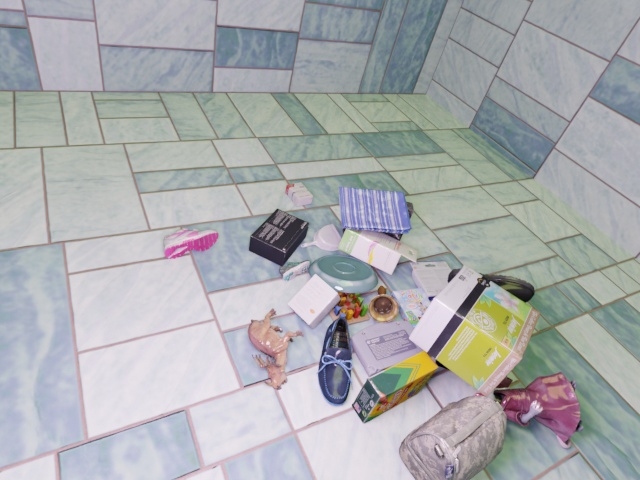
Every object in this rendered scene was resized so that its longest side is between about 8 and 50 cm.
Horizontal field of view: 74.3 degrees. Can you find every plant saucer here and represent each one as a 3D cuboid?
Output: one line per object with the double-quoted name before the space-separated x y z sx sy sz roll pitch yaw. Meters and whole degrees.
"plant saucer" 0.105 0.137 1.901 0.318 0.043 0.317 7 23 -3

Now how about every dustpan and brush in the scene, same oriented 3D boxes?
"dustpan and brush" 0.000 0.000 2.093 0.211 0.060 0.147 -9 59 -35

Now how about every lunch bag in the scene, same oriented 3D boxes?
"lunch bag" 0.432 0.644 1.355 0.305 0.256 0.212 -17 51 -32

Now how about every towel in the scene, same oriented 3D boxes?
"towel" 0.258 -0.150 2.009 0.336 0.040 0.243 4 58 -11

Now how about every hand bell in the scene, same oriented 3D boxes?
"hand bell" 0.270 0.248 1.848 0.126 0.126 0.242 17 17 0

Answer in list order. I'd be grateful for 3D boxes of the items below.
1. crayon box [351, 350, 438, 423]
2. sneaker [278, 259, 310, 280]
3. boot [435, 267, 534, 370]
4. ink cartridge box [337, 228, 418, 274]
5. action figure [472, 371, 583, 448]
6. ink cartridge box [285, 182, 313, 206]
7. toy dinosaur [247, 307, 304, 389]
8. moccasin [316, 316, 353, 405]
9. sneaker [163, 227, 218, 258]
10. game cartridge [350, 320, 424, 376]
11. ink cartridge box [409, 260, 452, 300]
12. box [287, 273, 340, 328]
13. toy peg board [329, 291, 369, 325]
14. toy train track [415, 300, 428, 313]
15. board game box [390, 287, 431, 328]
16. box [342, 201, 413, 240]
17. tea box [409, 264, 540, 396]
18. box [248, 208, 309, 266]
"crayon box" 0.282 0.507 1.498 0.319 0.202 0.081 -15 50 -31
"sneaker" -0.118 0.118 1.910 0.167 0.065 0.076 -23 50 -39
"boot" 0.690 0.353 1.756 0.367 0.146 0.445 8 52 16
"ink cartridge box" 0.281 0.043 2.032 0.354 0.119 0.207 26 20 8
"action figure" 0.759 0.602 1.591 0.371 0.275 0.248 0 35 6
"ink cartridge box" -0.117 -0.254 2.327 0.099 0.056 0.135 -14 49 -31
"toy dinosaur" -0.198 0.377 1.552 0.296 0.127 0.200 36 51 29
"moccasin" 0.053 0.431 1.571 0.138 0.116 0.342 8 41 -10
"sneaker" -0.577 -0.011 1.867 0.252 0.103 0.111 -16 52 -33
"game cartridge" 0.272 0.423 1.706 0.294 0.060 0.196 -8 50 -26
"ink cartridge box" 0.565 0.194 2.064 0.224 0.045 0.224 0 42 -20
"box" -0.025 0.248 1.713 0.130 0.091 0.170 40 79 24
"toy peg board" 0.114 0.271 1.802 0.161 0.079 0.161 -8 46 -26
"toy train track" 0.458 0.296 1.877 0.048 0.014 0.083 -27 56 -39
"board game box" 0.430 0.310 1.894 0.160 0.039 0.211 -4 44 -22
"box" 0.289 -0.112 2.164 0.308 0.242 0.076 11 41 -6
"tea box" 0.557 0.307 1.522 0.324 0.219 0.329 36 36 19
"box" -0.193 -0.019 2.005 0.184 0.103 0.261 23 40 12
